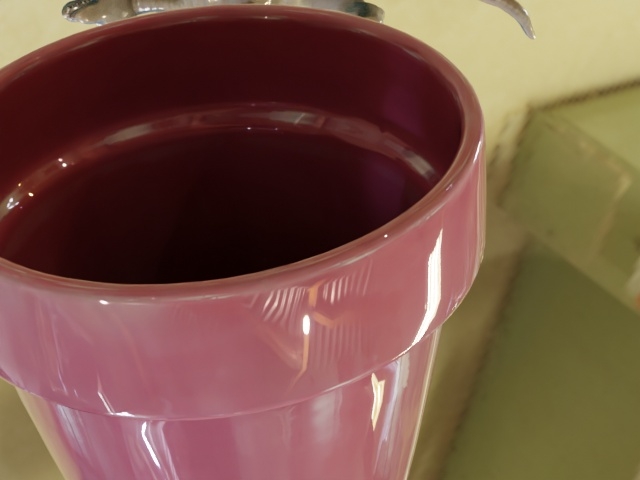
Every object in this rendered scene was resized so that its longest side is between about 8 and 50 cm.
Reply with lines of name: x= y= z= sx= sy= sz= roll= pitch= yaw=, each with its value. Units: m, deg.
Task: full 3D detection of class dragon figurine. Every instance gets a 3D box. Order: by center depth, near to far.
dragon figurine: x=-0.016 y=-0.169 z=1.060 sx=0.289 sy=0.144 sz=0.085 roll=-6 pitch=113 yaw=-13

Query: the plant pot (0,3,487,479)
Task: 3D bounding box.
plant pot: x=-0.036 y=0.032 z=0.642 sx=0.201 sy=0.201 sz=0.180 roll=-30 pitch=132 yaw=-30
